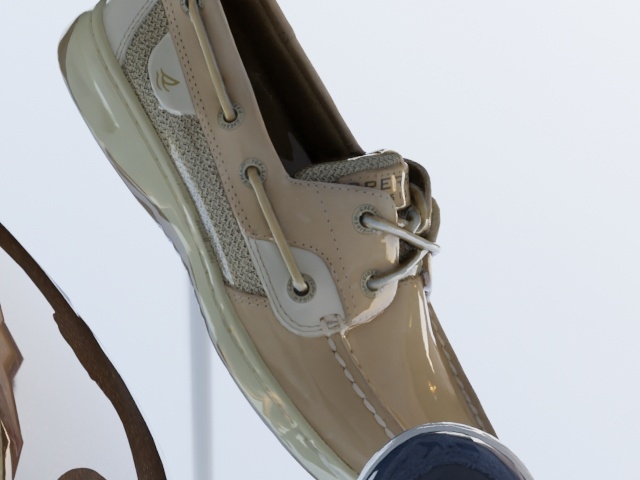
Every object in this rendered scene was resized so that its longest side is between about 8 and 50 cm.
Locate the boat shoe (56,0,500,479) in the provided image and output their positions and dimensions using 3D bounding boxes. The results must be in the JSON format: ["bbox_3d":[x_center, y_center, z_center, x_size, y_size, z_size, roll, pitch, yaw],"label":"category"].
[{"bbox_3d":[0.000,0.000,0.943,0.341,0.110,0.121,55,-153,4],"label":"boat shoe"}]

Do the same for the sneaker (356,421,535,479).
[{"bbox_3d":[0.029,0.159,0.495,0.086,0.226,0.163,9,173,1],"label":"sneaker"}]

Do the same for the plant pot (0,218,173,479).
[{"bbox_3d":[-0.122,0.076,0.462,0.215,0.230,0.215,-4,-104,18],"label":"plant pot"}]
